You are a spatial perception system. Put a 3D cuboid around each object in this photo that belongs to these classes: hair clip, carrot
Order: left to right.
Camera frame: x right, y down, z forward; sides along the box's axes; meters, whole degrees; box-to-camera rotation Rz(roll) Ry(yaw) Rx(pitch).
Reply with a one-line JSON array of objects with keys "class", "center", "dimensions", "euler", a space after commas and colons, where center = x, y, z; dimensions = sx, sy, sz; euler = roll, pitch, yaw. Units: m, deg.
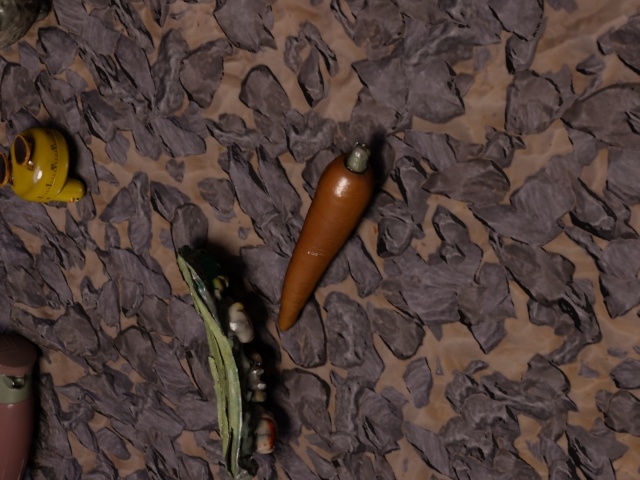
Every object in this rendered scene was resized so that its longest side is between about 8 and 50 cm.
[{"class": "hair clip", "center": [-0.114, 0.158, 1.882], "dimensions": [0.091, 0.138, 0.321], "euler": [-13, 108, -7]}, {"class": "carrot", "center": [0.000, 0.000, 1.749], "dimensions": [0.069, 0.069, 0.336], "euler": [39, 135, 14]}]

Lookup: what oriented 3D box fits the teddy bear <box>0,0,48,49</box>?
[{"class": "teddy bear", "center": [-0.472, -0.371, 1.838], "dimensions": [0.236, 0.151, 0.267], "euler": [-19, 105, 54]}]

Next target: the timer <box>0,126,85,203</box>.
[{"class": "timer", "center": [-0.380, -0.102, 1.957], "dimensions": [0.107, 0.109, 0.107], "euler": [-9, 78, 48]}]

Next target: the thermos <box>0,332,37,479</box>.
[{"class": "thermos", "center": [-0.515, 0.262, 2.196], "dimensions": [0.176, 0.146, 0.265], "euler": [44, 126, 43]}]
